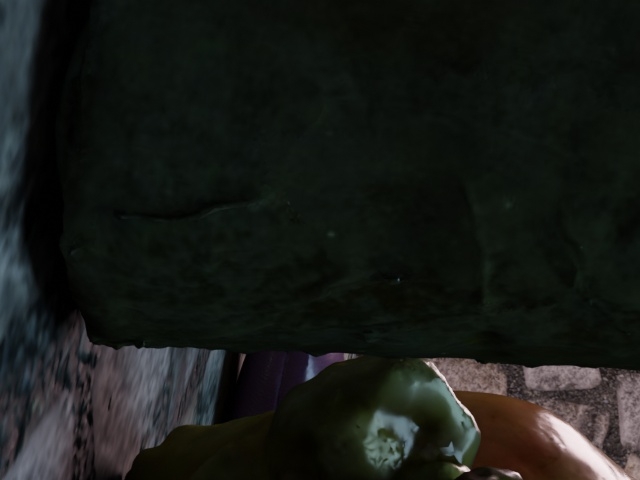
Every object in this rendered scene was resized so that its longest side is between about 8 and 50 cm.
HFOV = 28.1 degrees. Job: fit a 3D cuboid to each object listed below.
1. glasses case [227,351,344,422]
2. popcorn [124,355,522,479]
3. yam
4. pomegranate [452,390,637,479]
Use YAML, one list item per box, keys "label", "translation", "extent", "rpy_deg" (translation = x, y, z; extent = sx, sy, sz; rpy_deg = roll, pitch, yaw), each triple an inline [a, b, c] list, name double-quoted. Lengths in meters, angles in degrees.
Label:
- label: "glasses case"
  translation: [-0.035, 0.188, 0.860]
  extent: [0.123, 0.075, 0.316]
  rpy_deg: [-64, 165, -73]
- label: "popcorn"
  translation: [-0.004, 0.171, 0.490]
  extent: [0.266, 0.192, 0.233]
  rpy_deg: [-62, -173, 20]
- label: "yam"
  translation: [0.078, -0.051, 0.410]
  extent: [0.195, 0.300, 0.195]
  rpy_deg: [-177, -90, -89]
- label: "pomegranate"
  translation: [0.111, 0.329, 1.061]
  extent: [0.411, 0.411, 0.412]
  rpy_deg: [11, 90, -85]
